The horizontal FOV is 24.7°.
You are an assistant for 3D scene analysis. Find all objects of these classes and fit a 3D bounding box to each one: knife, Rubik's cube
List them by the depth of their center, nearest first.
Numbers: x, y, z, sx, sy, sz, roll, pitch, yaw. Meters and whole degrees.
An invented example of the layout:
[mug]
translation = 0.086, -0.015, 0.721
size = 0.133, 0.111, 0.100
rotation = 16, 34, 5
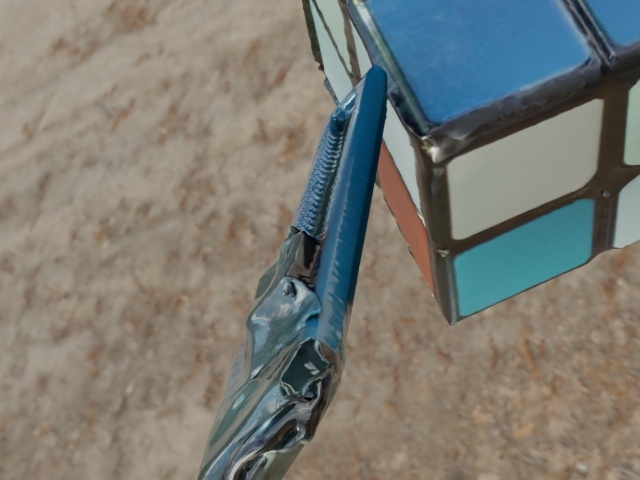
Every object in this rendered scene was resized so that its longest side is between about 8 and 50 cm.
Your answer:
[knife]
translation = -0.002, -0.001, 0.453
size = 0.044, 0.026, 0.296
rotation = -54, 9, 22
[Rubik's cube]
translation = 0.094, -0.095, 0.693
size = 0.167, 0.180, 0.183
rotation = -22, 64, -4
